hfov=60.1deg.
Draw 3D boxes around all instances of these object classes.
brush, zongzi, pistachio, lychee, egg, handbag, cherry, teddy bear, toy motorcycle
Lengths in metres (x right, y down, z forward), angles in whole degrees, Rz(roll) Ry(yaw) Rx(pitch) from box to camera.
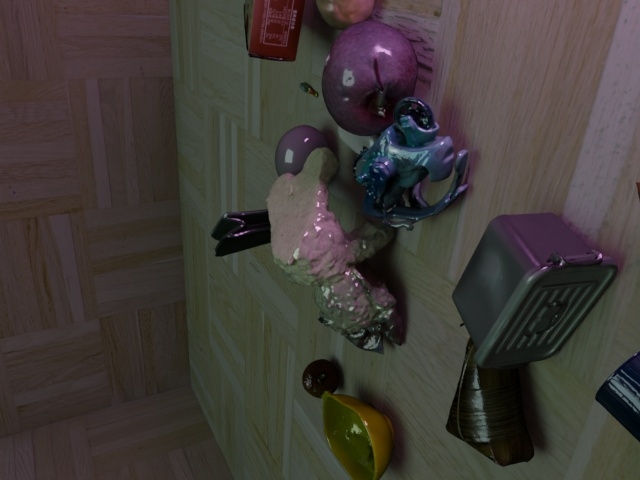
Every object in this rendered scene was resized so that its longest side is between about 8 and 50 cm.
[{"bbox_3d":[-0.033,-0.407,1.503,0.083,0.021,0.019,50,139,44],"label":"brush"},{"bbox_3d":[0.282,0.269,1.041,0.241,0.111,0.248,169,96,-70],"label":"zongzi"},{"bbox_3d":[0.045,-0.552,1.183,0.152,0.126,0.223,33,-136,-79],"label":"pistachio"},{"bbox_3d":[0.001,0.408,1.639,0.146,0.114,0.114,109,146,-77],"label":"lychee"},{"bbox_3d":[-0.048,-0.210,1.464,0.146,0.146,0.199,59,152,36],"label":"egg"},{"bbox_3d":[-0.193,-0.030,1.701,0.247,0.259,0.079,143,117,-66],"label":"handbag"},{"bbox_3d":[0.095,-0.322,1.103,0.213,0.183,0.266,-54,31,42],"label":"cherry"},{"bbox_3d":[0.052,0.037,1.348,0.327,0.362,0.376,-31,39,34],"label":"teddy bear"},{"bbox_3d":[0.173,-0.137,1.075,0.206,0.154,0.260,51,144,5],"label":"toy motorcycle"}]

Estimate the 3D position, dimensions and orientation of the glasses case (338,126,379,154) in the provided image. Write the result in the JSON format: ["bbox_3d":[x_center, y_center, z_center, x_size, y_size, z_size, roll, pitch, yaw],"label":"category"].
[{"bbox_3d":[0.089,-0.243,1.297,0.164,0.041,0.063,47,140,47],"label":"glasses case"}]

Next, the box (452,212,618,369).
[{"bbox_3d":[0.312,0.074,0.855,0.135,0.163,0.243,-114,27,-43],"label":"box"}]

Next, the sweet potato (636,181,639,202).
[{"bbox_3d":[0.446,-0.005,0.649,0.068,0.060,0.206,-55,38,19],"label":"sweet potato"}]

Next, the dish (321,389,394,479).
[{"bbox_3d":[0.110,0.505,1.458,0.262,0.108,0.221,25,121,57],"label":"dish"}]

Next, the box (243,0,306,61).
[{"bbox_3d":[-0.100,-0.683,1.312,0.345,0.122,0.385,-101,19,-46],"label":"box"}]

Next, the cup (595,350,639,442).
[{"bbox_3d":[0.451,0.221,0.701,0.113,0.150,0.138,-50,49,14],"label":"cup"}]
